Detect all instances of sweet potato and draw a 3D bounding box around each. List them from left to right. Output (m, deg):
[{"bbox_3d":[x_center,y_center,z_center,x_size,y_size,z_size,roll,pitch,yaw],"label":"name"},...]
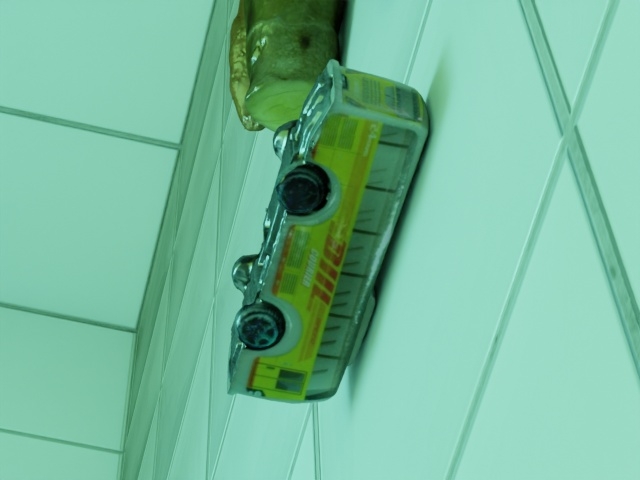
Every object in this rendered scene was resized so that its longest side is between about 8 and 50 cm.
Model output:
[{"bbox_3d":[-0.066,-0.235,2.287,0.097,0.097,0.252,117,165,-61],"label":"sweet potato"}]

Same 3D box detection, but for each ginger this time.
[{"bbox_3d":[-0.030,-0.226,1.971,0.116,0.109,0.263,-36,35,36],"label":"ginger"}]

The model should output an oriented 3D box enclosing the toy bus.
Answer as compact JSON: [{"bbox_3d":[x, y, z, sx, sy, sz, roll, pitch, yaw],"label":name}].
[{"bbox_3d":[0.000,0.000,1.440,0.092,0.106,0.268,-93,19,-61],"label":"toy bus"}]
